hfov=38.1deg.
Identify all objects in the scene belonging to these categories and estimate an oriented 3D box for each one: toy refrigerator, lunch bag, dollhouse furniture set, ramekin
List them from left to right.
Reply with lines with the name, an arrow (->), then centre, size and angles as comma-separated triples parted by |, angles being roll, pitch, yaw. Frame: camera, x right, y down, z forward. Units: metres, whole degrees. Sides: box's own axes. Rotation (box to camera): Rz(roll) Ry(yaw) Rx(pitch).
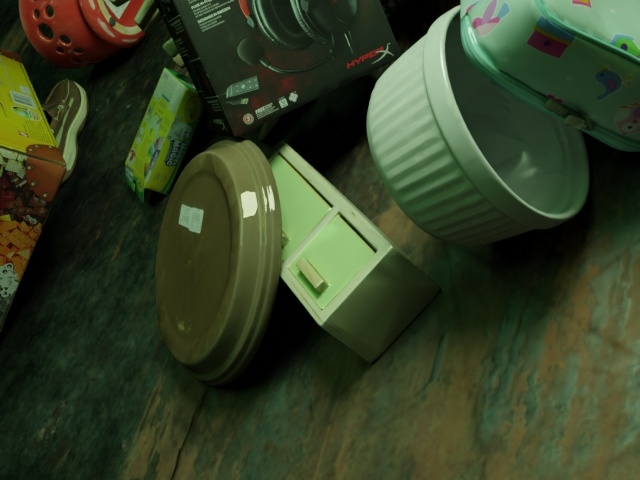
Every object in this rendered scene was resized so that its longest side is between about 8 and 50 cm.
dollhouse furniture set -> -0.128, -0.267, 1.211 | 0.135, 0.262, 0.259 | -47, 6, 1
toy refrigerator -> 0.000, 0.000, 0.970 | 0.102, 0.094, 0.269 | -47, 38, 4
ramekin -> 0.135, -0.093, 0.827 | 0.109, 0.207, 0.207 | -28, 42, 40
lunch bag -> 0.236, -0.215, 0.810 | 0.108, 0.224, 0.279 | -39, 35, 48

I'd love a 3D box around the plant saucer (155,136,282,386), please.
plant saucer -> -0.123, 0.021, 1.024 | 0.278, 0.041, 0.278 | -20, 66, 58

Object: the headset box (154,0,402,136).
headset box -> -0.072, -0.292, 1.026 | 0.218, 0.293, 0.110 | -27, 14, -12

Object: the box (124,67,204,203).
box -> -0.226, -0.147, 1.332 | 0.179, 0.043, 0.105 | -62, 36, 13

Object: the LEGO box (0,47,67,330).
LEGO box -> -0.602, -0.086, 1.490 | 0.373, 0.193, 0.500 | -63, 35, 16

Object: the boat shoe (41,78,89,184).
boat shoe -> -0.470, -0.210, 1.618 | 0.095, 0.095, 0.257 | -33, 41, 21

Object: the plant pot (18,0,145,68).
plant pot -> -0.409, -0.413, 1.658 | 0.174, 0.191, 0.191 | -3, 57, 33

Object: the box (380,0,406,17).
box -> -0.022, -0.366, 1.237 | 0.142, 0.163, 0.247 | -43, 39, 5
